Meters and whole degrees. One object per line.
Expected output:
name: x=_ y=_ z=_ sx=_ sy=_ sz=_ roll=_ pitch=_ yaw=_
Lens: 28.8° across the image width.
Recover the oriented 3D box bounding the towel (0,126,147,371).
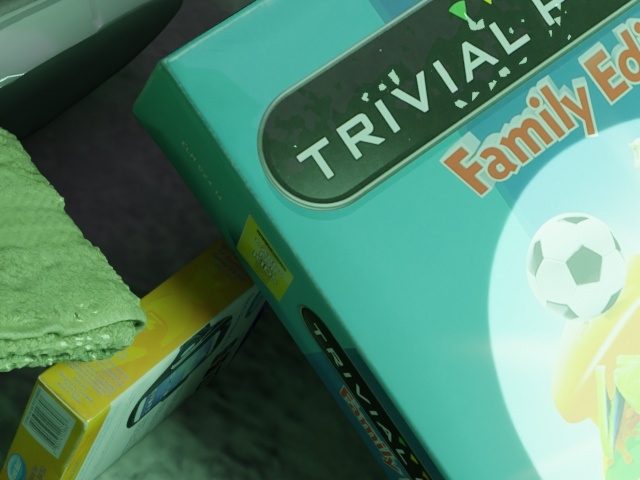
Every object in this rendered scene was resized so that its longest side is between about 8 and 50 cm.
towel: x=-0.130 y=0.001 z=0.384 sx=0.110 sy=0.027 sz=0.148 roll=50 pitch=27 yaw=22

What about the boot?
boot: x=-0.180 y=-0.095 z=0.530 sx=0.123 sy=0.095 sz=0.258 roll=51 pitch=47 yaw=2

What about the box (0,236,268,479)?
box: x=-0.064 y=0.046 z=0.488 sx=0.028 sy=0.081 sz=0.136 roll=39 pitch=45 yaw=8

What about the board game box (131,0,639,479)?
board game box: x=0.130 y=0.015 z=0.478 sx=0.253 sy=0.079 sz=0.336 roll=-36 pitch=93 yaw=-17
